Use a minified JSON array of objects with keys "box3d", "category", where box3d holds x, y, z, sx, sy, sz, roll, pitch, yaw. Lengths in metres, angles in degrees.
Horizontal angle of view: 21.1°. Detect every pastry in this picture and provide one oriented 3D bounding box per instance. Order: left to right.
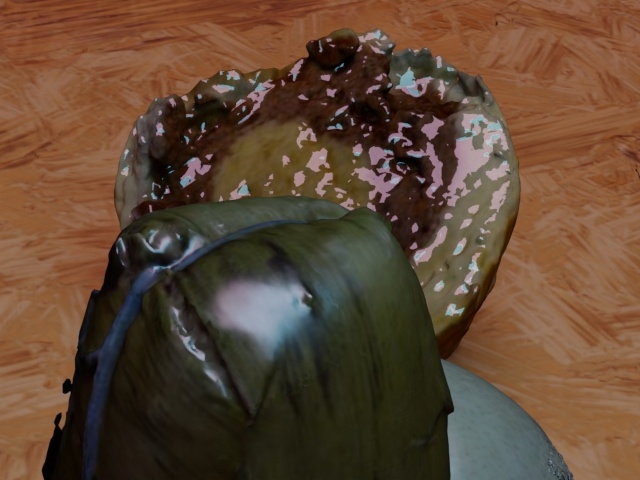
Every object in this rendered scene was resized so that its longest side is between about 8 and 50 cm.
[{"box3d":[0.009,0.003,1.133,0.256,0.170,0.237,-21,64,-5],"category":"pastry"}]

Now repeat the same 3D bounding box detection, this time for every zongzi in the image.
[{"box3d":[0.006,0.198,0.696,0.174,0.356,0.393,-7,38,-31],"category":"zongzi"}]

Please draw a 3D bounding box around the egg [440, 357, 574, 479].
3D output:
[{"box3d":[0.031,0.141,0.939,0.236,0.169,0.169,19,36,11],"category":"egg"}]
